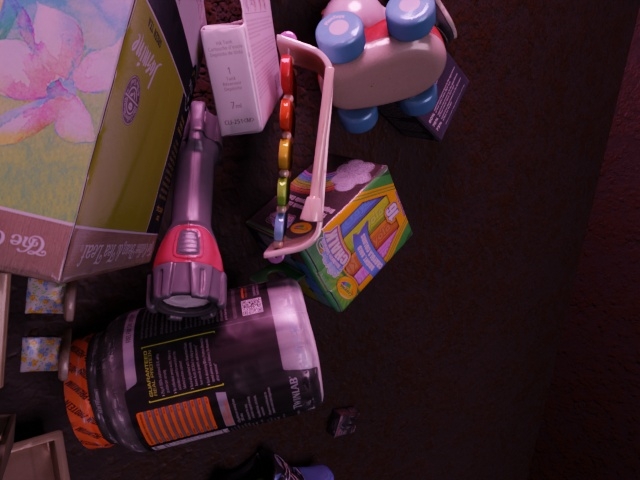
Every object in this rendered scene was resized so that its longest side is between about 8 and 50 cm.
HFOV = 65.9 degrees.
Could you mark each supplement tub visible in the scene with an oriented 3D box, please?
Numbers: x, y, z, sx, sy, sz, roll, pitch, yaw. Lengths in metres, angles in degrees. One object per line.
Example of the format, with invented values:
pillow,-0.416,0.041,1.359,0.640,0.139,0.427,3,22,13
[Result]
supplement tub,-0.178,0.187,0.741,0.338,0.207,0.207,-11,116,-7

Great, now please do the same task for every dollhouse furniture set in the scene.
dollhouse furniture set,-0.397,0.156,0.544,0.212,0.161,0.242,5,97,-25

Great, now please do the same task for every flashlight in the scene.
flashlight,-0.181,-0.043,0.701,0.103,0.103,0.304,38,39,-50

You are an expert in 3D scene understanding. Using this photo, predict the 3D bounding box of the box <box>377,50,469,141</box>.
box,0.193,-0.323,1.024,0.207,0.108,0.153,30,86,-44

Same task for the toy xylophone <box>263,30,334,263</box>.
toy xylophone,-0.029,-0.127,0.689,0.081,0.236,0.322,4,89,-1

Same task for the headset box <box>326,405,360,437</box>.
headset box,0.055,0.456,1.243,0.083,0.032,0.062,11,98,-45

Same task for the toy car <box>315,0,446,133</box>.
toy car,0.085,-0.353,0.842,0.210,0.237,0.219,-15,154,7

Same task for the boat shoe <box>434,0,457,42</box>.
boat shoe,0.211,-0.478,1.022,0.079,0.084,0.233,-38,149,24

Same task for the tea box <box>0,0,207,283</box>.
tea box,-0.256,-0.145,0.466,0.220,0.329,0.323,13,87,-9

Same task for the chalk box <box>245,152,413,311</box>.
chalk box,0.000,0.000,0.922,0.289,0.180,0.179,-45,130,-19

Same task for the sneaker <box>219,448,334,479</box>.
sneaker,-0.088,0.538,1.077,0.330,0.130,0.147,10,101,-44

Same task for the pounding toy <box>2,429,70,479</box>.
pounding toy,-0.460,0.314,0.675,0.181,0.094,0.206,-3,71,-47

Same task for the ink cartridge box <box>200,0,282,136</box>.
ink cartridge box,-0.106,-0.293,0.674,0.060,0.275,0.238,-6,115,4
